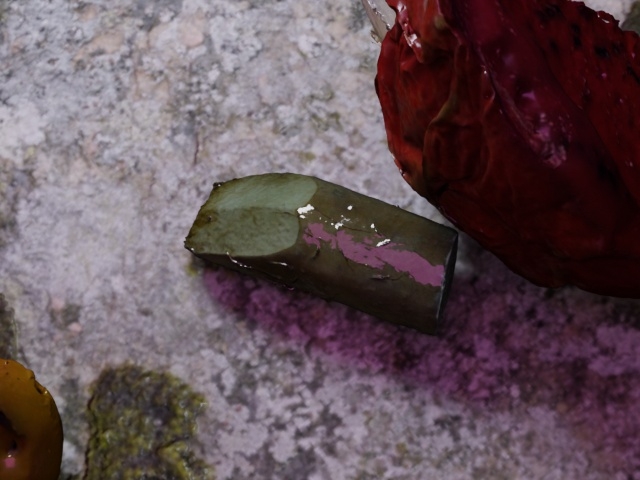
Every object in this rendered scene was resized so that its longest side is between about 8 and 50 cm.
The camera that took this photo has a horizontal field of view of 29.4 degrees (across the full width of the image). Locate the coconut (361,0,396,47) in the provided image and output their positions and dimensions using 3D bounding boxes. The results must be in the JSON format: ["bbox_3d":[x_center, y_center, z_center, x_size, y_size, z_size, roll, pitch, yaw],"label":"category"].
[{"bbox_3d":[0.111,-0.245,1.118,0.170,0.171,0.183,-25,71,3],"label":"coconut"}]

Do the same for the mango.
[{"bbox_3d":[-0.316,0.219,1.058,0.156,0.151,0.249,21,85,7],"label":"mango"}]

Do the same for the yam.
[{"bbox_3d":[0.000,0.000,1.092,0.259,0.106,0.106,18,76,16],"label":"yam"}]

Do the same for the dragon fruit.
[{"bbox_3d":[0.147,-0.128,0.975,0.302,0.330,0.240,14,67,43],"label":"dragon fruit"}]
